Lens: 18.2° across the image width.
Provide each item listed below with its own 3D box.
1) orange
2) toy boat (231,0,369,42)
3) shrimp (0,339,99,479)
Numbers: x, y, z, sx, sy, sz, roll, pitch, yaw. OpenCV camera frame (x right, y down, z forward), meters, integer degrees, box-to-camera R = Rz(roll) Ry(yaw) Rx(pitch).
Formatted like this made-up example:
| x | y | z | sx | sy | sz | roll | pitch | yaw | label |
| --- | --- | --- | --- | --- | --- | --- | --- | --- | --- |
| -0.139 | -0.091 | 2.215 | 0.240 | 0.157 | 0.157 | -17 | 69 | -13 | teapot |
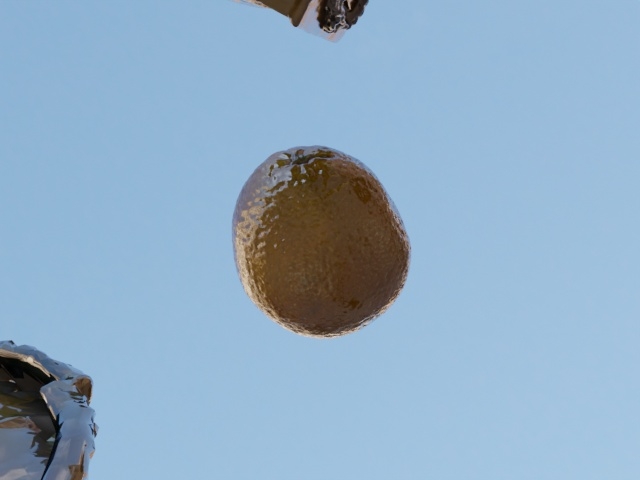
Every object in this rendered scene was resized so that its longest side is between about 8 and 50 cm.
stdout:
| x | y | z | sx | sy | sz | roll | pitch | yaw | label |
| --- | --- | --- | --- | --- | --- | --- | --- | --- | --- |
| 0.000 | 0.000 | 0.842 | 0.085 | 0.085 | 0.085 | -20 | -45 | -22 | orange |
| -0.015 | -0.115 | 0.791 | 0.057 | 0.077 | 0.200 | -62 | -7 | 7 | toy boat |
| -0.118 | 0.089 | 0.320 | 0.173 | 0.253 | 0.058 | -21 | -72 | 26 | shrimp |
